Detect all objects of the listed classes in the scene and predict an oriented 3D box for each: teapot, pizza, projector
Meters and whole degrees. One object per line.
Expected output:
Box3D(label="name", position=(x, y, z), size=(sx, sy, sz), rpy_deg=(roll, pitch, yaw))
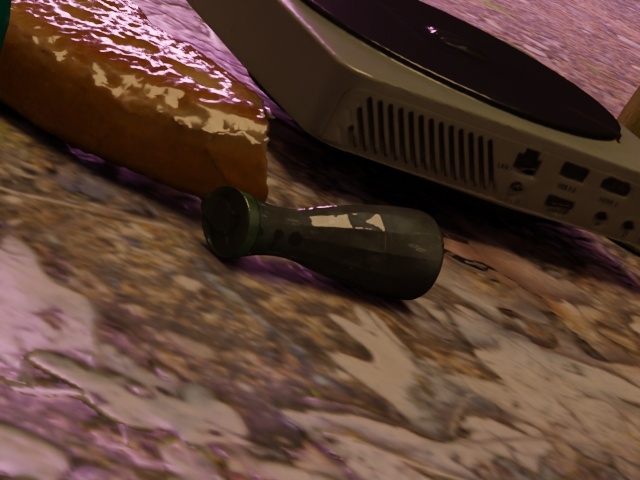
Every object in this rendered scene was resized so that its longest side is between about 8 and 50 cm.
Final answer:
Box3D(label="teapot", position=(0.000, 0.000, 0.812), size=(0.110, 0.043, 0.043), rpy_deg=(9, 22, -34))
Box3D(label="pizza", position=(-0.116, -0.090, 0.891), size=(0.271, 0.056, 0.134), rpy_deg=(30, 18, 20))
Box3D(label="projector", position=(0.064, -0.086, 1.106), size=(0.257, 0.079, 0.259), rpy_deg=(16, 18, -28))

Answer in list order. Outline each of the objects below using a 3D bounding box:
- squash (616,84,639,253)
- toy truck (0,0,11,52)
Box3D(label="squash", position=(0.260, -0.072, 1.187), size=(0.123, 0.187, 0.123), rpy_deg=(30, 15, -9))
Box3D(label="toy truck", position=(-0.222, -0.146, 0.796), size=(0.114, 0.124, 0.253), rpy_deg=(13, 22, -44))
